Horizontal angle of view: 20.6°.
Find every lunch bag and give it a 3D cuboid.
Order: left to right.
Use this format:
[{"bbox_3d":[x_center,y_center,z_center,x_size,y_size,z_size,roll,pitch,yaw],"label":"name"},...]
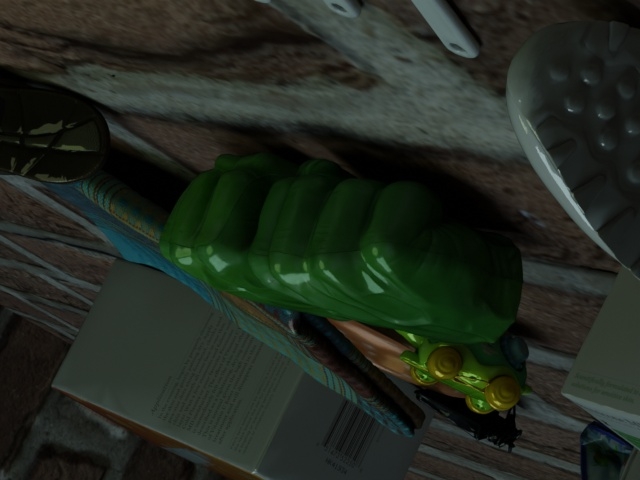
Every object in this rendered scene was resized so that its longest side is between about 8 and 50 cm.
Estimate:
[{"bbox_3d":[0.293,0.226,1.505,0.129,0.096,0.151,31,-162,-22],"label":"lunch bag"}]

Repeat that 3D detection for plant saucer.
[{"bbox_3d":[0.048,0.076,1.517,0.200,0.037,0.200,26,168,6],"label":"plant saucer"}]

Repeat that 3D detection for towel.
[{"bbox_3d":[-0.099,0.028,1.463,0.370,0.040,0.271,31,173,34],"label":"towel"}]

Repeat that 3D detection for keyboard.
[{"bbox_3d":[0.149,0.156,1.649,0.100,0.038,0.192,33,-175,12],"label":"keyboard"}]

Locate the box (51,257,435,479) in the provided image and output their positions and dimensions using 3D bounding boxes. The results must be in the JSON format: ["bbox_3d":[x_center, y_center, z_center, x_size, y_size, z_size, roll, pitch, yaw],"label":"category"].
[{"bbox_3d":[-0.086,0.166,1.908,0.345,0.168,0.215,16,165,45],"label":"box"}]

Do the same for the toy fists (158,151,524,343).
[{"bbox_3d":[0.000,0.000,1.126,0.142,0.096,0.279,15,177,-32],"label":"toy fists"}]

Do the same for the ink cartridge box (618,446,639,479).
[{"bbox_3d":[0.294,0.195,1.303,0.150,0.109,0.063,25,173,8],"label":"ink cartridge box"}]

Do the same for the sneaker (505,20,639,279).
[{"bbox_3d":[0.155,-0.014,0.740,0.235,0.090,0.095,34,176,-28],"label":"sneaker"}]

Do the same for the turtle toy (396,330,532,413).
[{"bbox_3d":[0.104,0.081,1.332,0.130,0.066,0.095,28,169,-4],"label":"turtle toy"}]

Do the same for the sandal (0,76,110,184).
[{"bbox_3d":[-0.246,-0.097,1.340,0.219,0.090,0.060,15,-173,22],"label":"sandal"}]

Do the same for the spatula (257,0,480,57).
[{"bbox_3d":[-0.028,-0.141,0.729,0.168,0.019,0.242,19,167,31],"label":"spatula"}]

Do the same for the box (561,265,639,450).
[{"bbox_3d":[0.205,0.065,0.927,0.087,0.102,0.101,36,167,-34],"label":"box"}]
